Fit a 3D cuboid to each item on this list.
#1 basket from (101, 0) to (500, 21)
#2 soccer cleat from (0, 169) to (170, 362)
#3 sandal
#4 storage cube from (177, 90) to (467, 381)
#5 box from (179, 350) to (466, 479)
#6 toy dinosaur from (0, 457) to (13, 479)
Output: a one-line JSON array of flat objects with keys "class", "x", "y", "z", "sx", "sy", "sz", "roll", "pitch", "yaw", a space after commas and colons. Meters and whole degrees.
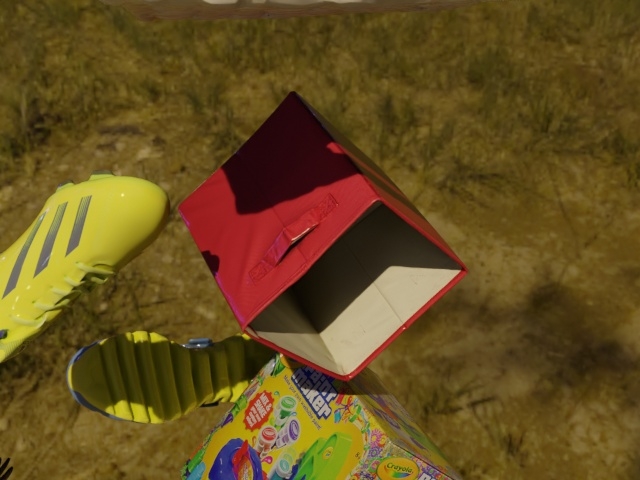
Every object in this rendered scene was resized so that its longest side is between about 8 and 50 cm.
[{"class": "basket", "x": -0.004, "y": -0.328, "z": 0.569, "sx": 0.328, "sy": 0.332, "sz": 0.266, "roll": -5, "pitch": 13, "yaw": -11}, {"class": "soccer cleat", "x": -0.233, "y": 0.040, "z": 0.676, "sx": 0.289, "sy": 0.093, "sz": 0.121, "roll": -26, "pitch": 50, "yaw": 27}, {"class": "sandal", "x": -0.212, "y": 0.193, "z": 1.140, "sx": 0.317, "sy": 0.126, "sz": 0.138, "roll": 8, "pitch": -16, "yaw": -41}, {"class": "storage cube", "x": 0.000, "y": 0.000, "z": 0.845, "sx": 0.215, "sy": 0.183, "sz": 0.193, "roll": 34, "pitch": 16, "yaw": -48}, {"class": "box", "x": -0.004, "y": 0.316, "z": 1.051, "sx": 0.177, "sy": 0.279, "sz": 0.290, "roll": 37, "pitch": 3, "yaw": -32}, {"class": "toy dinosaur", "x": -0.544, "y": 0.323, "z": 1.177, "sx": 0.200, "sy": 0.295, "sz": 0.127, "roll": 46, "pitch": 63, "yaw": -1}]
